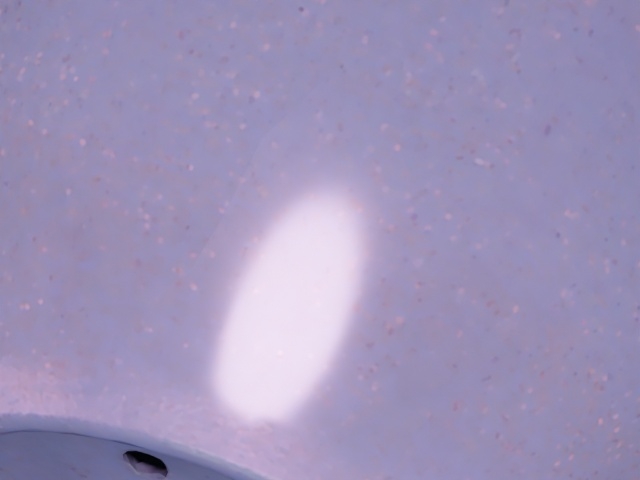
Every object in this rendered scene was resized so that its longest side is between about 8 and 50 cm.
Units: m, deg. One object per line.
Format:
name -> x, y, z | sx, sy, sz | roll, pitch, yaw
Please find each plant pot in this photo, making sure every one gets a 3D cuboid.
plant pot -> 0.000, 0.000, 0.474 | 0.290, 0.195, 0.290 | 16, 148, 10
